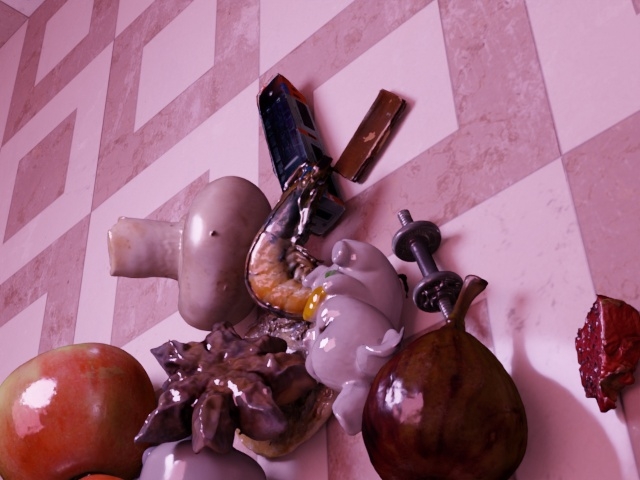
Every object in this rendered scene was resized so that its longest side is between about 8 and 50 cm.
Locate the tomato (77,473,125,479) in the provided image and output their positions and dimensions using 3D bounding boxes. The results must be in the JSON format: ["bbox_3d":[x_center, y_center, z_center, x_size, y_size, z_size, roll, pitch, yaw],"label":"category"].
[{"bbox_3d":[-0.394,0.532,1.663,0.224,0.256,0.255,39,98,34],"label":"tomato"}]

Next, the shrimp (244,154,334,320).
[{"bbox_3d":[0.000,0.000,1.625,0.222,0.054,0.290,18,81,17],"label":"shrimp"}]

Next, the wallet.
[{"bbox_3d":[0.090,-0.188,1.754,0.176,0.026,0.095,-58,30,4],"label":"wallet"}]

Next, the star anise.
[{"bbox_3d":[-0.162,0.229,1.529,0.315,0.315,0.108,-122,25,-51],"label":"star anise"}]

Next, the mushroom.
[{"bbox_3d":[-0.234,0.010,1.769,0.292,0.290,0.292,-169,90,-89],"label":"mushroom"}]

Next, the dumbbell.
[{"bbox_3d":[0.162,0.038,1.464,0.081,0.082,0.254,-44,39,22],"label":"dumbbell"}]

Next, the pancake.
[{"bbox_3d":[-0.061,0.229,1.630,0.282,0.049,0.282,-26,50,35],"label":"pancake"}]

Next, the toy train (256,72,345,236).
[{"bbox_3d":[-0.044,-0.175,1.855,0.086,0.089,0.409,-48,37,25],"label":"toy train"}]

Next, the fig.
[{"bbox_3d":[0.179,0.179,1.277,0.217,0.217,0.320,-23,33,41],"label":"fig"}]

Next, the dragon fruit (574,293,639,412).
[{"bbox_3d":[0.363,0.142,1.184,0.097,0.063,0.131,105,169,-50],"label":"dragon fruit"}]

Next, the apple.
[{"bbox_3d":[-0.462,0.355,1.831,0.319,0.319,0.277,-39,61,27],"label":"apple"}]

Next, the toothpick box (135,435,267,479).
[{"bbox_3d":[-0.210,0.448,1.523,0.229,0.229,0.316,-15,54,45],"label":"toothpick box"}]

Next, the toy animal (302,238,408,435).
[{"bbox_3d":[0.057,0.131,1.437,0.208,0.154,0.325,-66,22,18],"label":"toy animal"}]
